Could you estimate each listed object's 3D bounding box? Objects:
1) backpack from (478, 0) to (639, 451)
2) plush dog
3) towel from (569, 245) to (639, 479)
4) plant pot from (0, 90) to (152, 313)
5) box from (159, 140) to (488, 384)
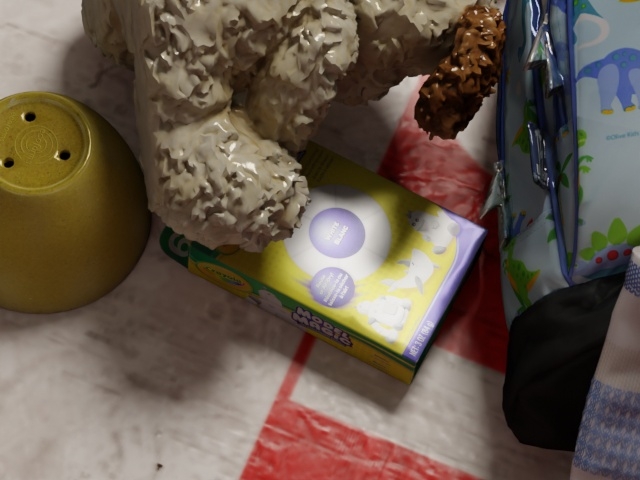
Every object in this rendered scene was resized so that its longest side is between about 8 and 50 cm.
[{"bbox_3d":[0.235,-0.082,1.109,0.290,0.273,0.355,-2,52,3],"label":"backpack"},{"bbox_3d":[-0.007,-0.148,1.100,0.225,0.210,0.262,-8,45,-18],"label":"plush dog"},{"bbox_3d":[0.234,0.148,0.999,0.209,0.034,0.285,12,108,0],"label":"towel"},{"bbox_3d":[-0.168,-0.036,1.115,0.134,0.095,0.134,2,65,-4],"label":"plant pot"},{"bbox_3d":[0.000,0.000,1.144,0.179,0.043,0.105,26,65,9],"label":"box"}]
